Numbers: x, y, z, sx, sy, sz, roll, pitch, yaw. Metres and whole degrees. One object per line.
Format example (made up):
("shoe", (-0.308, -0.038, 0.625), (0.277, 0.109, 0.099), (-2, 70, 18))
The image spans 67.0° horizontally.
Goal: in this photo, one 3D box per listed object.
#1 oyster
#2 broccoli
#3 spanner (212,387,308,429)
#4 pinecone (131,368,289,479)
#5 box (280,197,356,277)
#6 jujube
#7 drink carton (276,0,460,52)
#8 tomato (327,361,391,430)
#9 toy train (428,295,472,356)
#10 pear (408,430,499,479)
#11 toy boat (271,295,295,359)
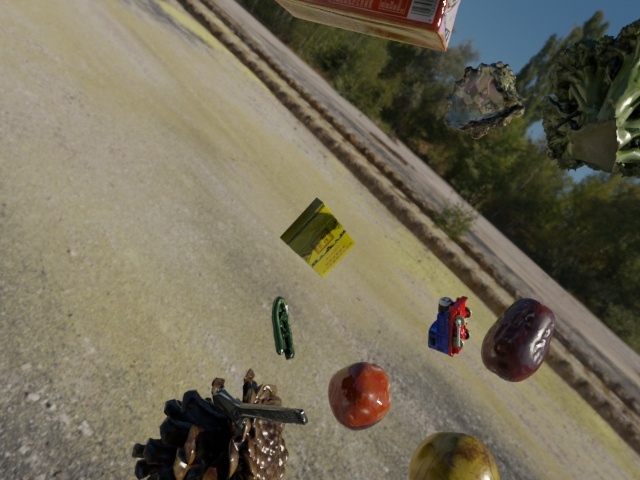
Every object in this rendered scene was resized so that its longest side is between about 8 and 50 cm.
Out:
("oyster", (0.415, -0.361, 1.229), (0.092, 0.198, 0.260), (23, 10, -21))
("broccoli", (0.564, -0.248, 0.937), (0.303, 0.283, 0.322), (3, -55, 47))
("spanner", (-0.120, 0.318, 0.906), (0.026, 0.325, 0.093), (-34, 98, -39))
("pinecone", (-0.268, 0.497, 1.150), (0.384, 0.384, 0.384), (37, 18, -14))
("box", (0.000, 0.000, 1.419), (0.041, 0.153, 0.279), (42, -3, 33))
("jujube", (0.747, 0.376, 1.822), (0.223, 0.318, 0.223), (34, -8, 6))
("drink carton", (0.054, -0.302, 0.596), (0.222, 0.071, 0.096), (20, 13, 17))
("tomato", (0.123, 0.521, 1.629), (0.188, 0.232, 0.232), (36, 18, -23))
("toy train", (0.428, 0.280, 1.608), (0.130, 0.204, 0.082), (16, 32, 35))
("pear", (0.409, 0.734, 1.497), (0.280, 0.281, 0.281), (37, 18, -14))
("toy boat", (-0.122, 0.280, 1.549), (0.104, 0.052, 0.211), (37, 37, -55))
